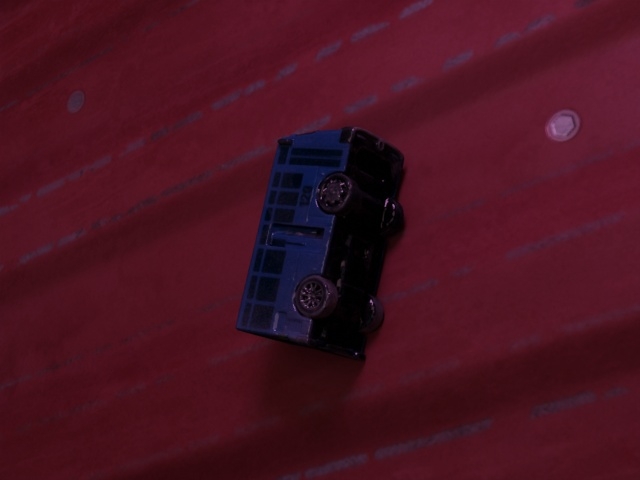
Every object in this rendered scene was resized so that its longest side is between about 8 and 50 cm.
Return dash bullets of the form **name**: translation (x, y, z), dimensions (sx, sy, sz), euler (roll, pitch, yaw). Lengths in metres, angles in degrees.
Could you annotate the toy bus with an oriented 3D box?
- **toy bus**: translation (0.000, 0.000, 1.093), dimensions (0.134, 0.116, 0.234), euler (5, 79, 38)
